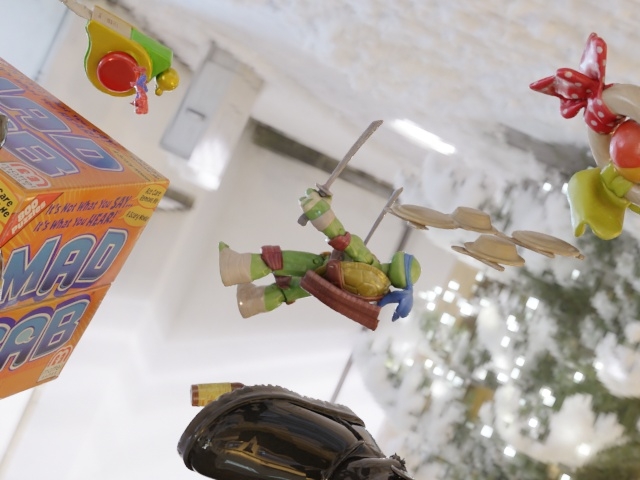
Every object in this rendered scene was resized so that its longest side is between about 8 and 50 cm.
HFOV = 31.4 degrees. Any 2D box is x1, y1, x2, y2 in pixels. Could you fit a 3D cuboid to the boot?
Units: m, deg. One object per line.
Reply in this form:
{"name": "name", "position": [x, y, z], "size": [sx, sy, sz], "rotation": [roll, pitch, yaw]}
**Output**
{"name": "boot", "position": [0.062, 0.381, 1.538], "size": [0.367, 0.146, 0.445], "rotation": [8, -155, -47]}

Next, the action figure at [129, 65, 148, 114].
{"name": "action figure", "position": [-0.260, -0.210, 1.637], "size": [0.030, 0.038, 0.115], "rotation": [-3, -146, -10]}

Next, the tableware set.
{"name": "tableware set", "position": [0.150, -0.005, 1.041], "size": [0.141, 0.020, 0.169], "rotation": [26, -162, 38]}

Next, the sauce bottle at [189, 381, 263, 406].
{"name": "sauce bottle", "position": [-0.158, 0.262, 1.946], "size": [0.128, 0.042, 0.042], "rotation": [-2, -175, -11]}

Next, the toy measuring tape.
{"name": "toy measuring tape", "position": [-0.381, -0.321, 1.850], "size": [0.330, 0.121, 0.121], "rotation": [28, 179, -21]}

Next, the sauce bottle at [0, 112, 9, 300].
{"name": "sauce bottle", "position": [-0.311, 0.062, 0.896], "size": [0.111, 0.344, 0.111], "rotation": [11, -178, 0]}

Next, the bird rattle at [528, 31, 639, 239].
{"name": "bird rattle", "position": [0.379, -0.126, 1.393], "size": [0.143, 0.253, 0.207], "rotation": [-21, -157, -23]}

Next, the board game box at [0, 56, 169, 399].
{"name": "board game box", "position": [-0.493, -0.022, 1.497], "size": [0.356, 0.356, 0.356], "rotation": [35, -164, 13]}

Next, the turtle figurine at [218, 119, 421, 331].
{"name": "turtle figurine", "position": [0.000, 0.000, 1.601], "size": [0.266, 0.274, 0.198], "rotation": [-11, 177, 8]}
